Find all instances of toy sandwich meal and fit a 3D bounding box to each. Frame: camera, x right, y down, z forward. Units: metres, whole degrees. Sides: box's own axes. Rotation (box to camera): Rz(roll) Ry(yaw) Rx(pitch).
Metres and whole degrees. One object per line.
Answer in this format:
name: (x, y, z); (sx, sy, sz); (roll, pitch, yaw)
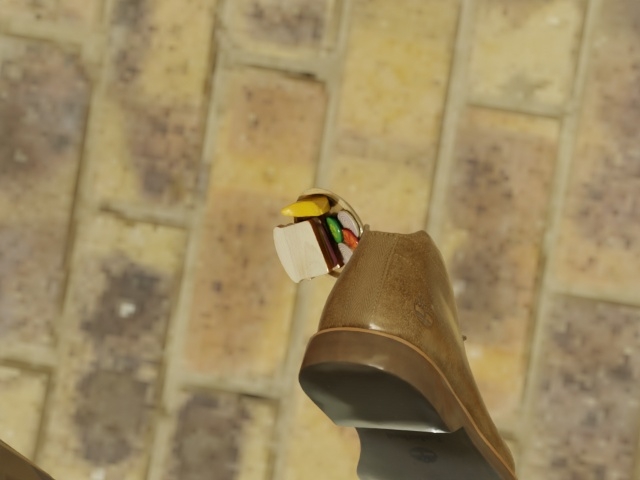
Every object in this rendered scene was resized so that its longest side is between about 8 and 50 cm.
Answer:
toy sandwich meal: (0.000, 0.000, 1.330); (0.029, 0.085, 0.085); (-29, -41, -36)

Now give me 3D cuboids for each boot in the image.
boot: (0.074, 0.098, 1.155); (0.305, 0.112, 0.115); (63, -145, -55)

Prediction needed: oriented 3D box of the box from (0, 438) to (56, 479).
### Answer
box: (-0.194, 0.275, 0.828); (0.312, 0.343, 0.179); (-62, -22, 8)
